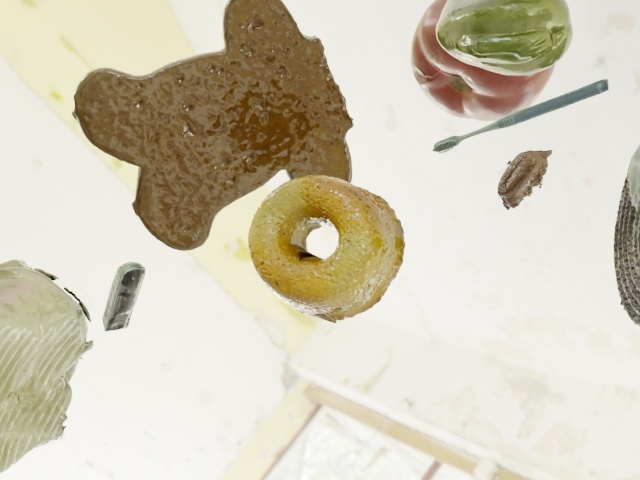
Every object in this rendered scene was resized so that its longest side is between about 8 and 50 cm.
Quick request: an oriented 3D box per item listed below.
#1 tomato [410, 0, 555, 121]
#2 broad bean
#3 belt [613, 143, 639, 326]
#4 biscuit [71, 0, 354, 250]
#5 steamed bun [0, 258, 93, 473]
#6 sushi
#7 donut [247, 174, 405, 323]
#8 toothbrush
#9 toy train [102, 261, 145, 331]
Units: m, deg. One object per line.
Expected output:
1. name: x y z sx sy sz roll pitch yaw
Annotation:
1. tomato: 0.335 -0.378 1.581 0.299 0.226 0.298 33 -22 15
2. broad bean: 0.184 -0.217 0.801 0.174 0.125 0.082 -122 -165 -64
3. belt: 0.399 -0.026 0.809 0.122 0.260 0.325 8 -7 4
4. biscuit: -0.150 -0.177 1.277 0.368 0.394 0.076 61 1 -22
5. steamed bun: -0.457 0.152 1.008 0.207 0.280 0.267 24 -62 29
6. sushi: 0.336 -0.103 1.294 0.060 0.118 0.061 23 34 -32
7. donut: -0.001 0.001 0.933 0.190 0.174 0.075 40 4 26
8. toothbrush: 0.233 -0.146 0.939 0.220 0.019 0.016 -18 -76 27
9. toy train: -0.342 0.094 1.370 0.207 0.043 0.047 -57 -133 49
